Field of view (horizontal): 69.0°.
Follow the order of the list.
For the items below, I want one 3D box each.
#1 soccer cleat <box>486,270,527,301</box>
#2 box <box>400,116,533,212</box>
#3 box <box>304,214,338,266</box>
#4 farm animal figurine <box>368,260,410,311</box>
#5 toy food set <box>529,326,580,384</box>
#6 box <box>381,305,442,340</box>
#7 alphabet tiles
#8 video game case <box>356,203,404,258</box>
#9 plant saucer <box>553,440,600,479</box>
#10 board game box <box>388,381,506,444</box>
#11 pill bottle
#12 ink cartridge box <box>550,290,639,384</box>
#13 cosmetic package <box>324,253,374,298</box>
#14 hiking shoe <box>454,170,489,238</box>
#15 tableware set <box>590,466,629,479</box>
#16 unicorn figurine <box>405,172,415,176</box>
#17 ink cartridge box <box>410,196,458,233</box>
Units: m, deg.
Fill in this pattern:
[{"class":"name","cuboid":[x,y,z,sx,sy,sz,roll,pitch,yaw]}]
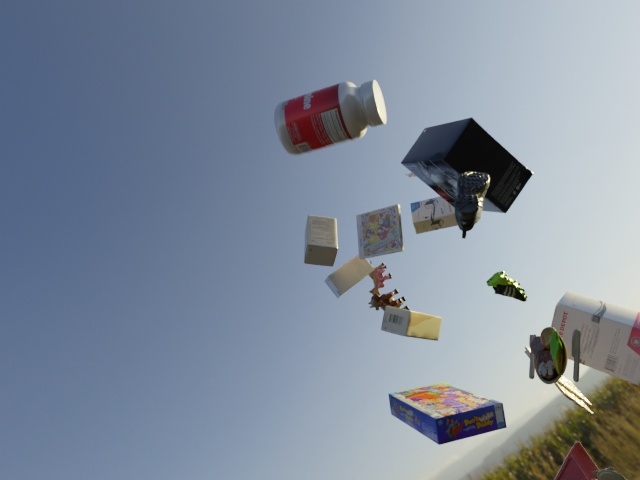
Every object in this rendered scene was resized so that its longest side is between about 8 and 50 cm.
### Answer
[{"class":"soccer cleat","cuboid":[0.625,0.161,1.559,0.179,0.060,0.072,33,-57,-28]},{"class":"box","cuboid":[0.521,-0.267,1.712,0.313,0.343,0.179,36,-93,-15]},{"class":"box","cuboid":[0.000,0.000,2.278,0.149,0.232,0.126,7,-49,-6]},{"class":"farm animal figurine","cuboid":[0.354,0.319,2.582,0.172,0.330,0.326,-31,-63,17]},{"class":"toy food set","cuboid":[0.534,0.271,1.102,0.039,0.132,0.192,11,-17,-5]},{"class":"box","cuboid":[0.443,0.401,2.241,0.311,0.148,0.121,18,-99,-48]},{"class":"alphabet tiles","cuboid":[0.882,0.511,1.731,0.284,0.278,0.021,36,-74,-19]},{"class":"video game case","cuboid":[0.258,-0.035,2.050,0.227,0.206,0.026,-14,-16,40]},{"class":"plant saucer","cuboid":[0.915,0.893,1.627,0.048,0.259,0.258,0,-59,-9]},{"class":"board game box","cuboid":[0.404,0.560,1.544,0.234,0.078,0.347,-6,-4,-16]},{"class":"pill bottle","cuboid":[0.042,-0.491,1.852,0.408,0.228,0.229,-11,-28,21]},{"class":"ink cartridge box","cuboid":[0.931,0.314,1.546,0.117,0.283,0.207,-28,-54,-43]},{"class":"cosmetic package","cuboid":[0.144,0.172,2.310,0.231,0.117,0.085,-33,-11,-24]},{"class":"hiking shoe","cuboid":[0.412,-0.107,1.295,0.227,0.086,0.114,-53,-31,-43]},{"class":"tableware set","cuboid":[0.744,0.631,1.149,0.020,0.169,0.141,-39,-27,-45]},{"class":"unicorn figurine","cuboid":[0.513,-0.343,2.313,0.162,0.111,0.060,-49,-36,-23]},{"class":"ink cartridge box","cuboid":[0.509,-0.119,2.089,0.191,0.139,0.082,-14,-48,17]}]
